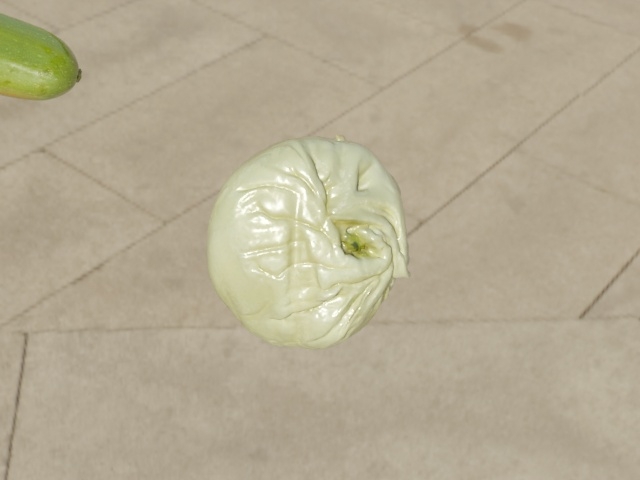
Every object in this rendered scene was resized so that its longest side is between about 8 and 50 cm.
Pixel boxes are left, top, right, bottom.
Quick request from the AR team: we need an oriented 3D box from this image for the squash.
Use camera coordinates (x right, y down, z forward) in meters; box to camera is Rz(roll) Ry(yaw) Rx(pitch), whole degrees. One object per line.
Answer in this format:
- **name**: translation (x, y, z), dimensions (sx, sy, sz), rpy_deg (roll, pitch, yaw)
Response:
- **squash**: translation (-0.338, -0.193, 1.047), dimensions (0.188, 0.095, 0.095), rpy_deg (19, 25, -43)

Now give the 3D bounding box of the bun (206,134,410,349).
- **bun**: translation (0.000, 0.000, 1.034), dimensions (0.229, 0.229, 0.145), rpy_deg (-25, 19, -32)
